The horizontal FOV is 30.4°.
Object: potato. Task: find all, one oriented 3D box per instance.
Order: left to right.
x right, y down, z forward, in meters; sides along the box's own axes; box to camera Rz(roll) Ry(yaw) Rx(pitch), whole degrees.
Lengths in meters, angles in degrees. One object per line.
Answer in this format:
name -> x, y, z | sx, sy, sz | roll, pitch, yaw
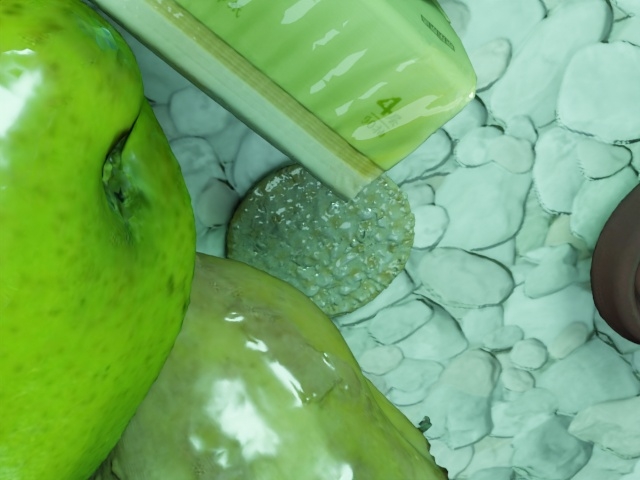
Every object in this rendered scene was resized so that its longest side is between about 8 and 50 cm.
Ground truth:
potato -> -0.087, 0.113, 0.826 | 0.289, 0.301, 0.237 | -24, 107, 9

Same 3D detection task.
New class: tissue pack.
tissue pack -> -0.033, -0.154, 0.701 | 0.125, 0.159, 0.234 | -41, 122, 18

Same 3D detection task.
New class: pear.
pear -> -0.224, -0.007, 0.643 | 0.318, 0.238, 0.342 | -37, 83, 18

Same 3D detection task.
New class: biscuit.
biscuit -> 0.000, 0.000, 0.901 | 0.152, 0.020, 0.152 | -5, 124, -7

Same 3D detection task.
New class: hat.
hat -> 0.307, 0.001, 0.919 | 0.206, 0.089, 0.205 | -2, 123, -3
